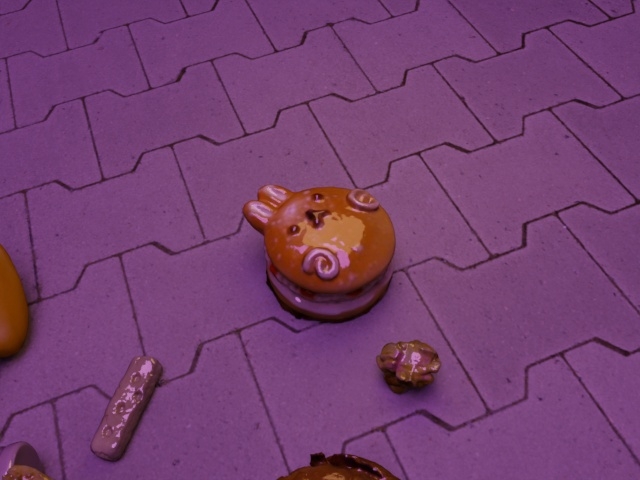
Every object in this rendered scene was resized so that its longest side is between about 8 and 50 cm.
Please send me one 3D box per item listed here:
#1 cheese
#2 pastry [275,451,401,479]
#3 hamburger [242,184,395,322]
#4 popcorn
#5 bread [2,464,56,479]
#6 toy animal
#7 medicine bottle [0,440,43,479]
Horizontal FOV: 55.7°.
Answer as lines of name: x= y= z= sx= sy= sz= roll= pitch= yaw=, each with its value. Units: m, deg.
cheese: x=-0.351 y=0.299 z=1.097 sx=0.065 sy=0.043 sz=0.194 roll=8 pitch=56 yaw=16
pastry: x=0.024 y=0.487 z=0.856 sx=0.356 sy=0.163 sz=0.355 roll=-1 pitch=56 yaw=2
hamburger: x=0.000 y=0.000 z=1.203 sx=0.303 sy=0.186 sz=0.261 roll=33 pitch=61 yaw=27
popcorn: x=0.161 y=0.222 z=1.081 sx=0.109 sy=0.097 sz=0.089 roll=-24 pitch=64 yaw=19
bread: x=-0.394 y=0.518 z=0.791 sx=0.245 sy=0.233 sz=0.361 roll=31 pitch=61 yaw=-6
toy animal: x=-0.729 y=0.149 z=1.144 sx=0.247 sy=0.277 sz=0.345 roll=-19 pitch=37 yaw=26
medicine bottle: x=-0.591 y=0.418 z=0.971 sx=0.250 sy=0.133 sz=0.133 roll=-13 pitch=54 yaw=-5
